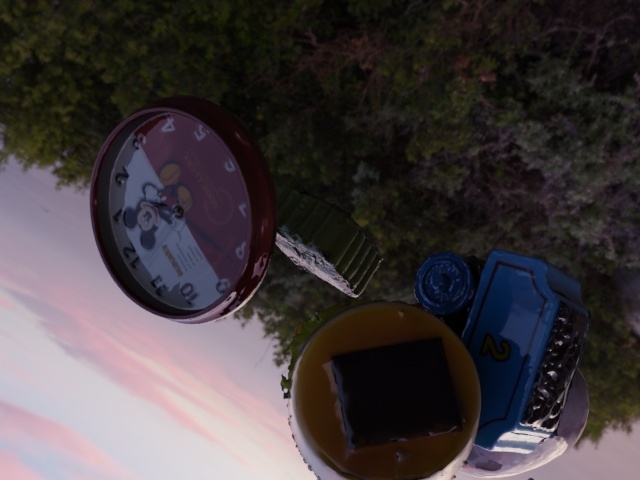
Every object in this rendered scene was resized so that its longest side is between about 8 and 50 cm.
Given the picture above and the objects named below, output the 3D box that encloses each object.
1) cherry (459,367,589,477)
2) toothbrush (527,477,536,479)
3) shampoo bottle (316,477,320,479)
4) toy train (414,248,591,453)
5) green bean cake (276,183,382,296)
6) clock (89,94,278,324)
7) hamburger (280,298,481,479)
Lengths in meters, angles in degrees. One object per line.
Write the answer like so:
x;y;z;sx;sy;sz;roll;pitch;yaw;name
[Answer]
0.358;0.300;1.338;0.291;0.334;0.326;-74;-32;-76;cherry
0.237;0.287;0.657;0.131;0.011;0.013;59;158;-7;toothbrush
0.019;0.469;1.338;0.056;0.056;0.195;30;-172;-2;shampoo bottle
0.265;0.172;1.059;0.265;0.300;0.188;16;176;43;toy train
0.000;0.000;1.289;0.200;0.113;0.214;29;167;34;green bean cake
-0.192;-0.040;0.936;0.318;0.319;0.080;24;-160;24;clock
0.087;0.219;0.942;0.276;0.294;0.179;-13;159;-4;hamburger
